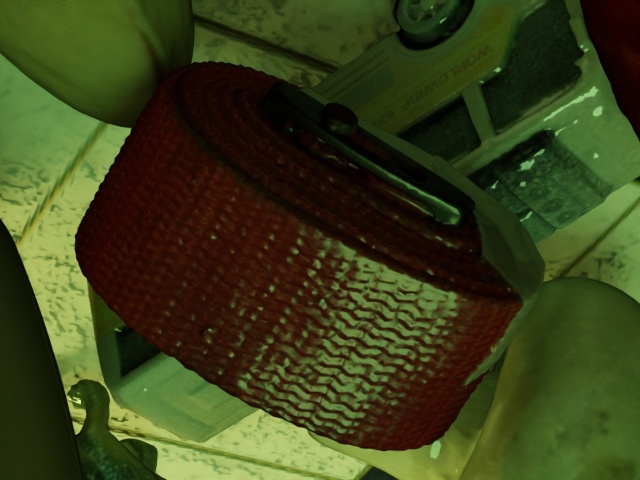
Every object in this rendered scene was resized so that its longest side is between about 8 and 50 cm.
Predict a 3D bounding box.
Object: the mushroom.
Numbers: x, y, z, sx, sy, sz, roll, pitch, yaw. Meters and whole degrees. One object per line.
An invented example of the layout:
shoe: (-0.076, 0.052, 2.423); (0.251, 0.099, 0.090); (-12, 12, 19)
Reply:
mushroom: (0.096, 0.127, 1.117); (0.244, 0.243, 0.243); (-7, 139, -6)

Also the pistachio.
pistachio: (-0.109, -0.122, 0.841); (0.108, 0.126, 0.185); (-43, 151, -12)

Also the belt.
belt: (0.000, 0.000, 0.832); (0.201, 0.128, 0.124); (29, 118, -4)

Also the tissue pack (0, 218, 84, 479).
tissue pack: (-0.245, 0.164, 0.894); (0.267, 0.387, 0.277); (-7, -179, -7)

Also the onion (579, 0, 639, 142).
onion: (0.266, -0.149, 0.772); (0.341, 0.341, 0.341); (-7, 139, -6)

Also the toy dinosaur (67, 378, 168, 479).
toy dinosaur: (-0.143, 0.160, 1.129); (0.363, 0.147, 0.076); (3, 136, -18)

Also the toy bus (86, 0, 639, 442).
toy bus: (0.025, -0.027, 0.965); (0.343, 0.138, 0.097); (-32, 135, 22)
